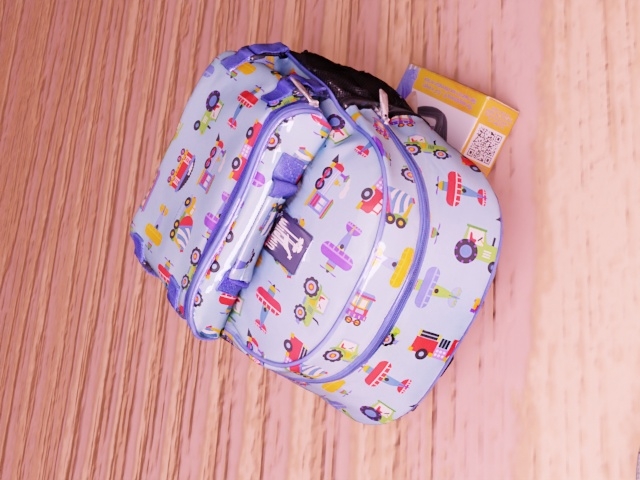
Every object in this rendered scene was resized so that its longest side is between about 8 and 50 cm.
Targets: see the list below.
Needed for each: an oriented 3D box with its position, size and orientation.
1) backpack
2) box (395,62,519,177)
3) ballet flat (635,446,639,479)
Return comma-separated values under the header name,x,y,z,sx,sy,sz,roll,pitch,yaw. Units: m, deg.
name,x,y,z,sx,sy,sz,roll,pitch,yaw
backpack,0.000,0.000,0.608,0.158,0.117,0.173,-60,38,16
box,0.048,-0.025,0.680,0.136,0.028,0.081,-63,34,6
ballet flat,0.140,0.126,0.459,0.041,0.041,0.114,-47,38,30
